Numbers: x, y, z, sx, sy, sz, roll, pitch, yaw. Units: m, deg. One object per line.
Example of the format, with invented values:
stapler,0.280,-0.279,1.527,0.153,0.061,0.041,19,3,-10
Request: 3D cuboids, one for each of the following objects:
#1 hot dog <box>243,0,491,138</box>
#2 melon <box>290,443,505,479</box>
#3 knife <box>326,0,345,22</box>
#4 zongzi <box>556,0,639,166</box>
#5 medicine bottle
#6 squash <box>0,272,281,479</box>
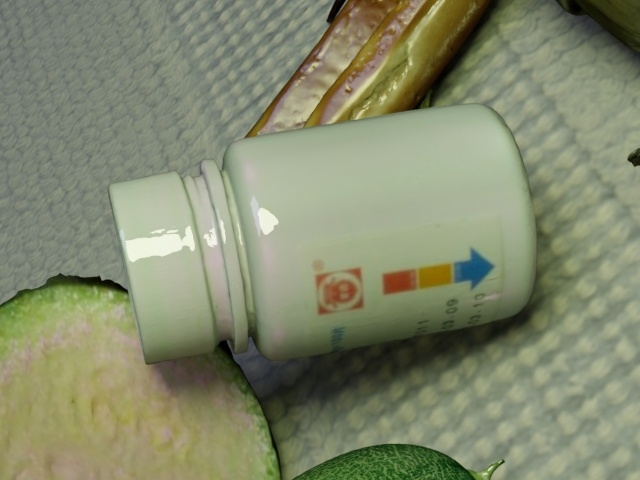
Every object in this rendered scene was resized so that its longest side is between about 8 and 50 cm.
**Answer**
hot dog,0.042,-0.135,1.150,0.337,0.100,0.135,-55,36,-7
melon,0.018,0.246,0.868,0.287,0.182,0.182,-47,44,2
knife,0.025,-0.235,1.177,0.035,0.018,0.247,-56,4,-7
zongzi,0.310,-0.301,1.033,0.418,0.181,0.447,-29,63,-19
medicine bottle,0.000,0.000,0.960,0.293,0.170,0.170,-10,48,-10
squash,-0.241,0.221,1.044,0.309,0.310,0.310,-30,46,41
